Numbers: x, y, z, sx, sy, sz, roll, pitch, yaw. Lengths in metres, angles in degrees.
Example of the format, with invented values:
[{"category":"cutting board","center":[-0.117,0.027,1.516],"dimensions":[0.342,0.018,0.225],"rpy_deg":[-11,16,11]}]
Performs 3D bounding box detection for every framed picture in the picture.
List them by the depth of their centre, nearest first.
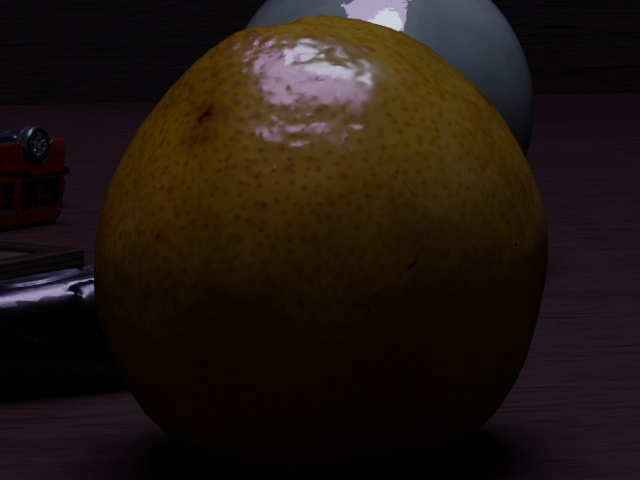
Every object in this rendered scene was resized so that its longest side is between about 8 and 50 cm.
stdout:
[{"category":"framed picture","center":[-0.271,0.022,1.313],"dimensions":[0.128,0.023,0.168],"rpy_deg":[5,10,36]}]

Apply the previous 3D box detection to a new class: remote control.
[{"category":"remote control","center":[-0.201,0.056,0.974],"dimensions":[0.266,0.066,0.090],"rpy_deg":[-8,-3,-19]}]

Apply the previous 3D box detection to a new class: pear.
[{"category":"pear","center":[0.000,0.000,0.822],"dimensions":[0.209,0.208,0.209],"rpy_deg":[-1,8,0]}]

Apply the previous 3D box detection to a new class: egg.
[{"category":"egg","center":[0.043,-0.099,1.402],"dimensions":[0.230,0.229,0.371],"rpy_deg":[-1,3,0]}]

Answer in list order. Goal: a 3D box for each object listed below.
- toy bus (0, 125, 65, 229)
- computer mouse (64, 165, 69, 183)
[{"category":"toy bus","center":[-0.310,-0.052,1.596],"dimensions":[0.081,0.089,0.195],"rpy_deg":[4,9,35]},{"category":"computer mouse","center":[-0.352,-0.062,1.734],"dimensions":[0.242,0.077,0.146],"rpy_deg":[-5,11,-29]}]
